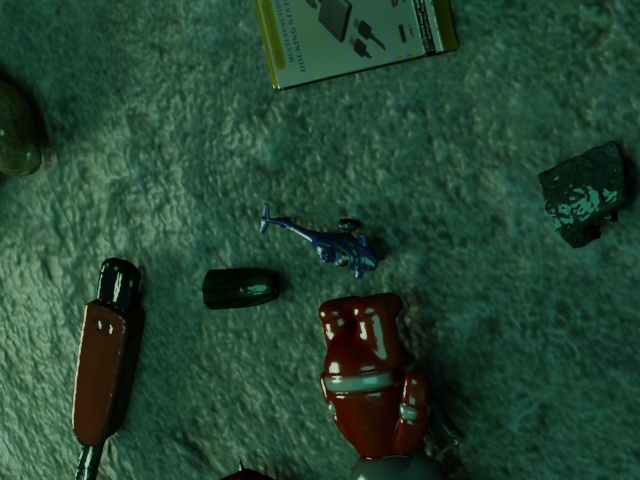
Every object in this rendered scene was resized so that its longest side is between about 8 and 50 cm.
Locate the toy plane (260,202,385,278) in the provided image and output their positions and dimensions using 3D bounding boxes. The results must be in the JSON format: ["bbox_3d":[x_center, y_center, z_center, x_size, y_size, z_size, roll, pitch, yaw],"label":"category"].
[{"bbox_3d":[0.000,0.000,1.732,0.167,0.062,0.054,26,118,41],"label":"toy plane"}]

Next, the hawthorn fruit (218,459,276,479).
[{"bbox_3d":[-0.083,0.333,1.850,0.148,0.148,0.172,-47,46,36],"label":"hawthorn fruit"}]

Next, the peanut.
[{"bbox_3d":[-0.424,-0.166,1.998,0.228,0.086,0.104,40,132,21],"label":"peanut"}]

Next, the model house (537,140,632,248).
[{"bbox_3d":[0.259,-0.044,1.525,0.083,0.066,0.078,-25,75,22],"label":"model house"}]

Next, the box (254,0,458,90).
[{"bbox_3d":[0.024,-0.233,1.663,0.247,0.033,0.129,-10,97,39],"label":"box"}]

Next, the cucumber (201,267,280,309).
[{"bbox_3d":[-0.087,0.052,1.820,0.105,0.048,0.048,-6,98,36],"label":"cucumber"}]

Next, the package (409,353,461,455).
[{"bbox_3d":[0.114,0.175,1.718,0.037,0.015,0.110,-41,75,43],"label":"package"}]

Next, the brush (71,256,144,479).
[{"bbox_3d":[-0.268,0.170,1.995,0.070,0.051,0.323,24,113,24],"label":"brush"}]

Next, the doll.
[{"bbox_3d":[0.077,0.222,1.696,0.200,0.105,0.336,-11,92,60],"label":"doll"}]
